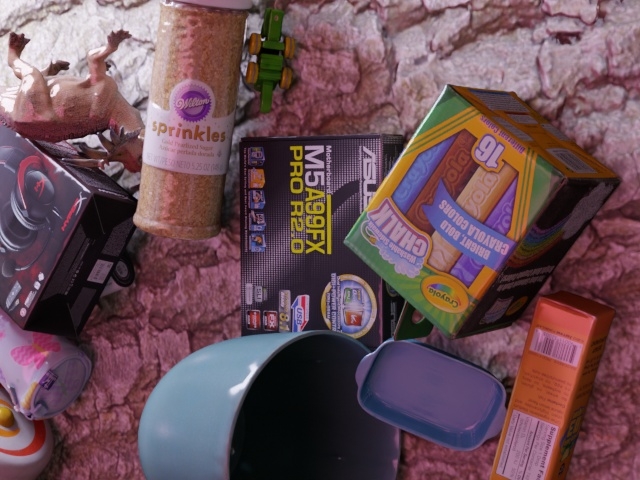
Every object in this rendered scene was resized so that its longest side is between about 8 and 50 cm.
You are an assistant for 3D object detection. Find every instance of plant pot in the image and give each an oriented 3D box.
[{"bbox_3d":[-0.085,0.250,1.686,0.235,0.293,0.293,1,93,44],"label":"plant pot"}]

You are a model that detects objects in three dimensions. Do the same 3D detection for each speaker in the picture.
[{"bbox_3d":[-0.333,0.061,1.957,0.136,0.055,0.055,-20,82,32],"label":"speaker"}]

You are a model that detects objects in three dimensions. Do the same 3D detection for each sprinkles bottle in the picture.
[{"bbox_3d":[-0.166,-0.184,1.785,0.121,0.121,0.355,17,106,31],"label":"sprinkles bottle"}]

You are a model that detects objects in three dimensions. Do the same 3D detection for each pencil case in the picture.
[{"bbox_3d":[-0.461,0.146,2.007,0.273,0.113,0.124,37,89,26],"label":"pencil case"}]

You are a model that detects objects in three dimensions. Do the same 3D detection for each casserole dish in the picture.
[{"bbox_3d":[0.134,0.179,1.640,0.188,0.037,0.114,23,113,-2],"label":"casserole dish"}]

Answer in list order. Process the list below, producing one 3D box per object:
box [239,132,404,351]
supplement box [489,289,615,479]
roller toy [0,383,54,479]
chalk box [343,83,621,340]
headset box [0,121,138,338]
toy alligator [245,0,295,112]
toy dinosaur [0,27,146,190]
[{"bbox_3d":[0.000,0.000,1.740,0.216,0.060,0.270,2,94,33],"label":"box"},{"bbox_3d":[0.265,0.180,1.573,0.080,0.078,0.233,22,105,26],"label":"supplement box"},{"bbox_3d":[-0.495,0.294,1.989,0.146,0.209,0.191,-48,48,24],"label":"roller toy"},{"bbox_3d":[0.167,-0.009,1.564,0.179,0.180,0.289,43,112,23],"label":"chalk box"},{"bbox_3d":[-0.410,-0.032,1.931,0.293,0.110,0.218,38,103,36],"label":"headset box"},{"bbox_3d":[-0.065,-0.258,1.776,0.051,0.056,0.190,-179,94,-76],"label":"toy alligator"},{"bbox_3d":[-0.348,-0.173,1.868,0.295,0.127,0.200,2,71,8],"label":"toy dinosaur"}]
